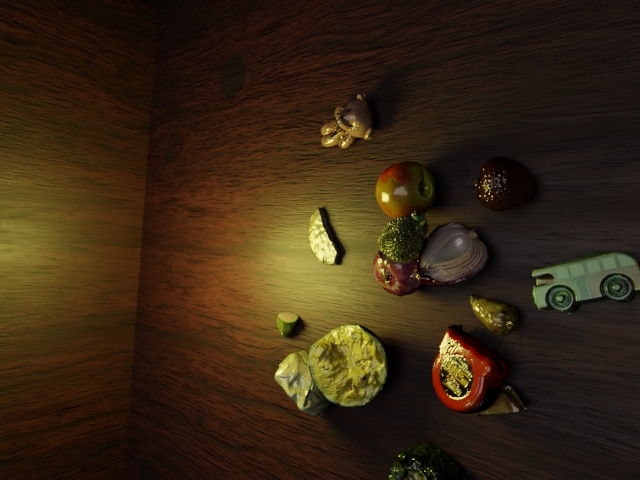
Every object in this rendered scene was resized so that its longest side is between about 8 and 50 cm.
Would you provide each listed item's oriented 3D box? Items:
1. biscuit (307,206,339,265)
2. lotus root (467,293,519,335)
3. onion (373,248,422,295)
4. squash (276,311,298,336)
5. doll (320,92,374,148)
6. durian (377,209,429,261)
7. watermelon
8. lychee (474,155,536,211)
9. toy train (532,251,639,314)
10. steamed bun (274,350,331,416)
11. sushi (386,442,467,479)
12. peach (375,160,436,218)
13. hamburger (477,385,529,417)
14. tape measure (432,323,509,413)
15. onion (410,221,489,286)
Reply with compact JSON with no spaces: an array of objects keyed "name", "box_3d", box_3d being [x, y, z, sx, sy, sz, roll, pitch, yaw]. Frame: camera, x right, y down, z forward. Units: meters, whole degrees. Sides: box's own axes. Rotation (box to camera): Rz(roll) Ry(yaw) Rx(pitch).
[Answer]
[{"name":"biscuit","box_3d":[-0.001,0.000,2.033,0.141,0.038,0.289,-34,67,32]},{"name":"lotus root","box_3d":[0.593,0.249,1.517,0.108,0.094,0.191,-44,45,-10]},{"name":"onion","box_3d":[0.302,0.126,1.704,0.207,0.200,0.200,10,93,21]},{"name":"squash","box_3d":[-0.168,0.422,2.114,0.105,0.105,0.132,25,115,37]},{"name":"doll","box_3d":[0.091,-0.506,1.926,0.303,0.156,0.201,-16,84,41]},{"name":"durian","box_3d":[0.305,-0.011,1.596,0.198,0.146,0.159,-42,16,-10]},{"name":"watermelon","box_3d":[0.136,0.495,1.797,0.331,0.189,0.330,2,96,22]},{"name":"lychee","box_3d":[0.612,-0.188,1.471,0.194,0.194,0.194,-3,85,38]},{"name":"toy train","box_3d":[0.813,0.127,1.324,0.326,0.129,0.159,-20,69,36]},{"name":"steamed bun","box_3d":[-0.045,0.609,1.919,0.207,0.268,0.280,-44,64,-6]},{"name":"sushi","box_3d":[0.381,0.946,1.580,0.294,0.178,0.351,19,100,36]},{"name":"peach","box_3d":[0.324,-0.191,1.677,0.231,0.231,0.231,-3,85,38]},{"name":"hamburger","box_3d":[0.611,0.541,1.489,0.176,0.087,0.102,-34,49,44]},{"name":"tape measure","box_3d":[0.502,0.459,1.517,0.253,0.114,0.260,38,111,58]},{"name":"onion","box_3d":[0.454,0.075,1.585,0.283,0.120,0.227,-32,53,5]}]
